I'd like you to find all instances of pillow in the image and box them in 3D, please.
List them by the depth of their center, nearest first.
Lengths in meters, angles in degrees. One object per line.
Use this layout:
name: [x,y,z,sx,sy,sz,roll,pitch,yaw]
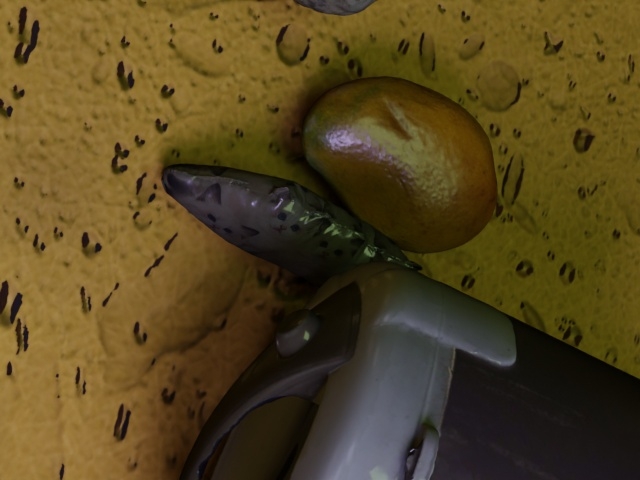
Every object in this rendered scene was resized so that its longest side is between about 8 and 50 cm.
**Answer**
pillow: [0.000,-0.001,1.182,0.241,0.093,0.051,30,64,-33]

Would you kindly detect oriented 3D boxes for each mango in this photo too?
mango: [0.061,-0.060,1.225,0.115,0.089,0.165,-48,116,-10]

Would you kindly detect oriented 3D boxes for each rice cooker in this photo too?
rice cooker: [0.066,0.195,1.091,0.325,0.335,0.335,24,81,-11]

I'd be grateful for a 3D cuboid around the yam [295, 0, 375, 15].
yam: [0.062,-0.307,1.172,0.133,0.133,0.330,33,77,-32]
